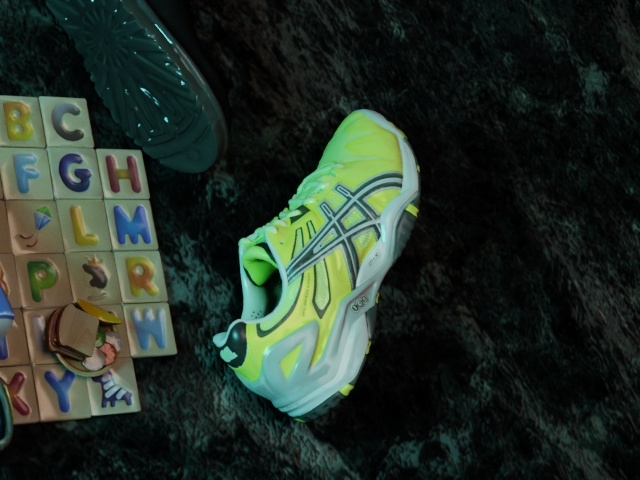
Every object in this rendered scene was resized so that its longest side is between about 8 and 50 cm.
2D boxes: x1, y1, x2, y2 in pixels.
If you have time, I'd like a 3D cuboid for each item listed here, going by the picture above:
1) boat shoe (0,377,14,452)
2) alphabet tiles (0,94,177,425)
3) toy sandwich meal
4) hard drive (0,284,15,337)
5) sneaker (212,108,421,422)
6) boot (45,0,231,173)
[{"bbox_3d":[-0.344,0.094,1.381,0.081,0.069,0.227,-26,88,-41],"label":"boat shoe"},{"bbox_3d":[-0.283,0.013,1.515,0.285,0.011,0.342,-1,72,-38],"label":"alphabet tiles"},{"bbox_3d":[-0.231,0.094,1.495,0.086,0.029,0.085,15,63,-33],"label":"toy sandwich meal"},{"bbox_3d":[-0.425,-0.037,1.331,0.210,0.040,0.318,-7,54,-39],"label":"hard drive"},{"bbox_3d":[0.000,0.000,1.653,0.147,0.145,0.384,32,54,-24],"label":"sneaker"},{"bbox_3d":[-0.145,-0.268,1.659,0.260,0.131,0.348,-35,94,-41],"label":"boot"}]
